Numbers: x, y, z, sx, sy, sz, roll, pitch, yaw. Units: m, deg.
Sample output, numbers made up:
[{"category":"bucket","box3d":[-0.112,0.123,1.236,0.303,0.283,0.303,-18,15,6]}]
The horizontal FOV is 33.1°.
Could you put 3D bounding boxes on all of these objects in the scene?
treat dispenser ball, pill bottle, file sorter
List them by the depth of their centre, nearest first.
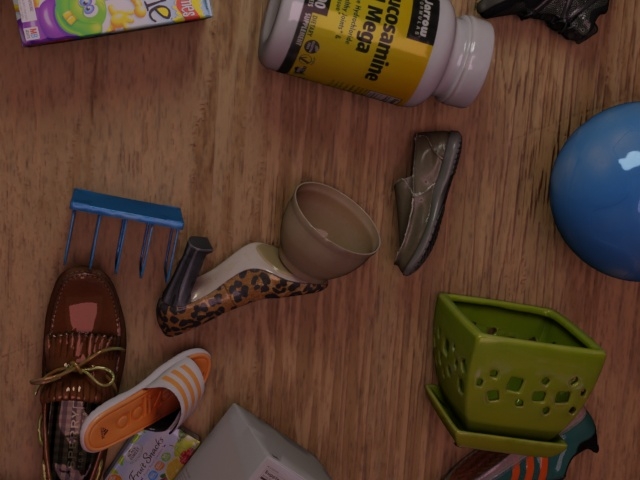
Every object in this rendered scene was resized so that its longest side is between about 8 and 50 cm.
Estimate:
[{"category":"pill bottle","box3d":[0.087,-0.314,1.651,0.333,0.188,0.188,13,97,-13]},{"category":"file sorter","box3d":[-0.308,-0.006,1.666,0.170,0.118,0.105,11,100,-12]},{"category":"treat dispenser ball","box3d":[0.513,-0.078,1.722,0.288,0.288,0.288,-2,100,-11]}]

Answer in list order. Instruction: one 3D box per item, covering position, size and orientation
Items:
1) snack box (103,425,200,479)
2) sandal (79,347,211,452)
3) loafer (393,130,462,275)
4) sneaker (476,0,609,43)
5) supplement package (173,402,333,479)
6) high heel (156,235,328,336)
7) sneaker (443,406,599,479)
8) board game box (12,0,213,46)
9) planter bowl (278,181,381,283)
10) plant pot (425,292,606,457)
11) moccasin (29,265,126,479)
[{"category":"snack box","box3d":[-0.279,0.360,1.774,0.100,0.037,0.141,33,92,-14]},{"category":"sandal","box3d":[-0.252,0.266,1.681,0.265,0.076,0.102,-31,133,-41]},{"category":"loafer","box3d":[0.161,-0.066,1.769,0.087,0.094,0.251,17,87,11]},{"category":"sneaker","box3d":[0.370,-0.373,1.747,0.227,0.087,0.130,-18,96,-13]},{"category":"supplement package","box3d":[-0.122,0.447,1.721,0.198,0.199,0.263,38,91,-26]},{"category":"high heel","box3d":[-0.131,0.096,1.753,0.261,0.093,0.186,13,120,-25]},{"category":"sneaker","box3d":[0.353,0.396,1.865,0.302,0.108,0.121,-32,100,-6]},{"category":"board game box","box3d":[-0.310,-0.376,1.587,0.275,0.144,0.142,-11,102,-8]},{"category":"planter bowl","box3d":[0.000,0.000,1.718,0.162,0.162,0.109,30,120,-14]},{"category":"plant pot","box3d":[0.303,0.226,1.772,0.228,0.227,0.207,10,103,-13]},{"category":"moccasin","box3d":[-0.381,0.229,1.675,0.139,0.147,0.380,10,97,-12]}]
